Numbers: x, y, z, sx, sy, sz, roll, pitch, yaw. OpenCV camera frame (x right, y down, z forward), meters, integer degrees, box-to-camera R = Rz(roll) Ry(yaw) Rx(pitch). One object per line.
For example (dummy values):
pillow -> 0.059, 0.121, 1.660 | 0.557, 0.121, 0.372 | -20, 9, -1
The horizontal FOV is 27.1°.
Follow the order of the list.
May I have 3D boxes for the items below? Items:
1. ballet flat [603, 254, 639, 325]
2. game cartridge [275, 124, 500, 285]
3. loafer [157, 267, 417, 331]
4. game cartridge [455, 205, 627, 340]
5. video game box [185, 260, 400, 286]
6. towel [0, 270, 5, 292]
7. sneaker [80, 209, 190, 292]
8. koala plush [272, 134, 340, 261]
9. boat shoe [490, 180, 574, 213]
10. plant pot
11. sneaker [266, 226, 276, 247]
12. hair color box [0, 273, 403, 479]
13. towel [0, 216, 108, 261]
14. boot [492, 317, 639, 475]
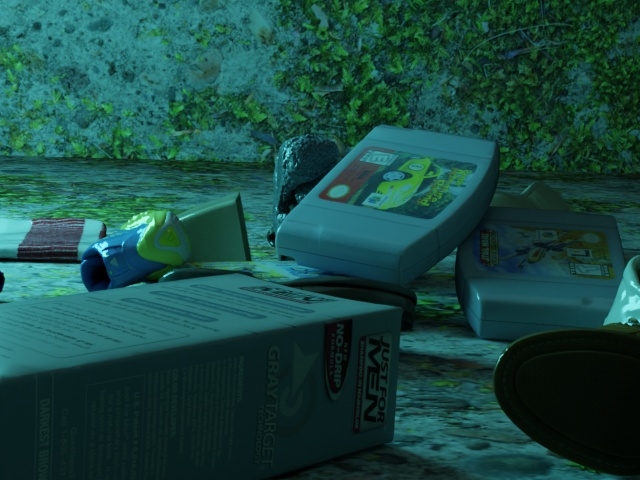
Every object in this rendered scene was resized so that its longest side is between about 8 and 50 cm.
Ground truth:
ballet flat -> 0.407, 0.088, 1.215 | 0.139, 0.139, 0.400 | -2, 10, -30
game cartridge -> 0.099, -0.051, 1.617 | 0.196, 0.060, 0.294 | 14, 38, 24
loafer -> -0.032, 0.084, 1.334 | 0.268, 0.084, 0.096 | 5, -24, -15
game cartridge -> 0.258, 0.034, 1.563 | 0.198, 0.062, 0.297 | 7, 24, 3
video game box -> -0.034, 0.059, 1.552 | 0.205, 0.048, 0.187 | 0, 7, -24
towel -> -0.525, 0.033, 1.439 | 0.308, 0.076, 0.227 | 4, 7, 8
sneaker -> -0.238, 0.018, 1.609 | 0.126, 0.091, 0.240 | -21, -4, -17
koala plush -> 0.051, -0.041, 1.816 | 0.221, 0.196, 0.203 | -2, -2, -8
boat shoe -> 0.291, -0.016, 2.034 | 0.116, 0.096, 0.324 | 48, 27, 12
plant pot -> -0.145, 0.002, 1.732 | 0.096, 0.109, 0.109 | -9, 8, 1
sneaker -> 0.000, 0.000, 1.964 | 0.178, 0.072, 0.077 | -1, 17, 31
hair color box -> -0.129, 0.105, 0.944 | 0.185, 0.113, 0.374 | 10, 11, 40
towel -> -0.470, -0.007, 1.888 | 0.329, 0.037, 0.237 | 2, 9, -8
boot -> 0.236, 0.105, 1.086 | 0.284, 0.109, 0.220 | 3, 9, -17
